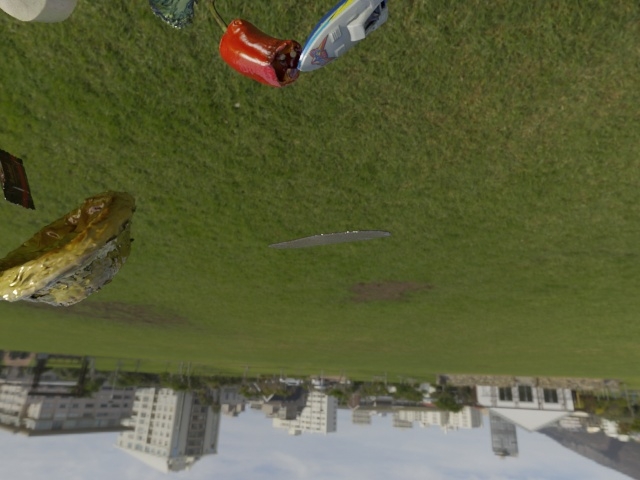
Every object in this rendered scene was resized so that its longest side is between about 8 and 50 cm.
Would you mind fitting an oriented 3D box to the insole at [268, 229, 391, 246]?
[{"bbox_3d":[0.000,0.000,0.804,0.111,0.007,0.327,7,170,-39],"label":"insole"}]

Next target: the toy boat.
[{"bbox_3d":[0.055,-0.543,1.070,0.295,0.088,0.129,-40,159,1],"label":"toy boat"}]

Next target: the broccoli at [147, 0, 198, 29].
[{"bbox_3d":[-0.603,-1.026,1.711,0.180,0.272,0.243,29,150,52],"label":"broccoli"}]

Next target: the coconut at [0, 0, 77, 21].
[{"bbox_3d":[-0.957,-0.853,1.347,0.238,0.240,0.244,1,-157,6],"label":"coconut"}]

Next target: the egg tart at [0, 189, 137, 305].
[{"bbox_3d":[-0.495,0.027,0.824,0.340,0.342,0.132,-9,124,29],"label":"egg tart"}]

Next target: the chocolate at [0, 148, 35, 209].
[{"bbox_3d":[-0.762,-0.155,1.014,0.028,0.183,0.086,-35,159,5],"label":"chocolate"}]

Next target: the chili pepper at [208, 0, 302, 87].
[{"bbox_3d":[-0.209,-0.533,1.137,0.338,0.135,0.131,34,166,23],"label":"chili pepper"}]
